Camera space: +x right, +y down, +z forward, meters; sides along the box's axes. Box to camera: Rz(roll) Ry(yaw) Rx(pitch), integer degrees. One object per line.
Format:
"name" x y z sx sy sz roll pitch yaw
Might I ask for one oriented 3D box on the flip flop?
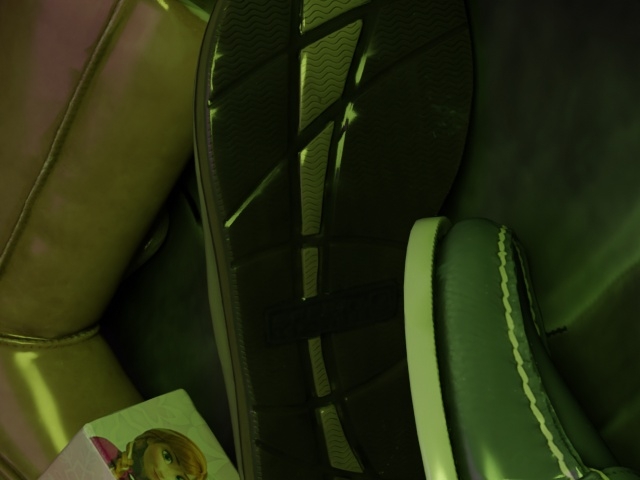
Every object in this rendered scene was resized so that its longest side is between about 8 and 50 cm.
"flip flop" 0.000 0.000 0.669 0.080 0.112 0.277 -143 47 -65

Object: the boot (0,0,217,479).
"boot" -0.099 0.004 0.798 0.236 0.089 0.269 33 114 9

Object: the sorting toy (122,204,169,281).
"sorting toy" -0.145 -0.075 0.920 0.307 0.041 0.229 -37 68 45

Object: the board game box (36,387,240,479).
"board game box" -0.076 0.284 0.746 0.318 0.066 0.318 54 127 16

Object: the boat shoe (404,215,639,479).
"boat shoe" 0.105 0.132 0.560 0.099 0.116 0.319 -18 69 12
